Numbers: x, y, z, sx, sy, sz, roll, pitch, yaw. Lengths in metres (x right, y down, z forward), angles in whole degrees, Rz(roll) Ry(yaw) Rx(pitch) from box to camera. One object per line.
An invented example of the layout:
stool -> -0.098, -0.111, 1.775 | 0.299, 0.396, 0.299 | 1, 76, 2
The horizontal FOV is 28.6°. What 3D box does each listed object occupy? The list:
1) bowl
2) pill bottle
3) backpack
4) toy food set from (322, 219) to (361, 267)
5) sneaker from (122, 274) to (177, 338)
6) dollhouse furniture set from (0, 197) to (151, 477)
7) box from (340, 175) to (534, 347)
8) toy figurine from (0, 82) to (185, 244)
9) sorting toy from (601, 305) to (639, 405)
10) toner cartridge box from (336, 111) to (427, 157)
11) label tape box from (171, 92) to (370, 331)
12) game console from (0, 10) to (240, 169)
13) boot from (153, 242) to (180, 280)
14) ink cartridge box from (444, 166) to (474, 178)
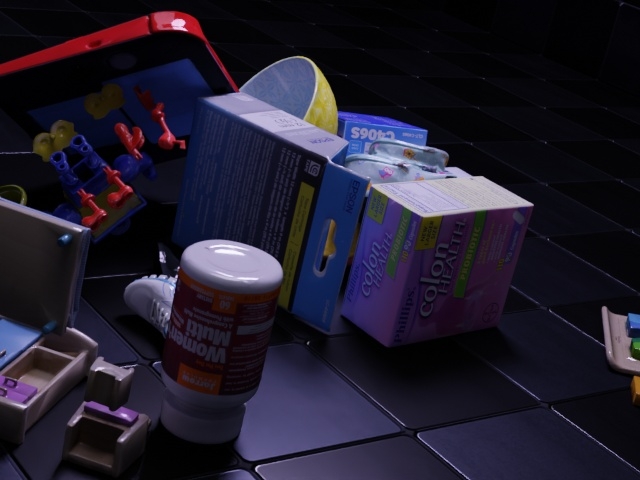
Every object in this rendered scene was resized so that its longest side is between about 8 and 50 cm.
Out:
bowl -> -0.063, -0.170, 2.263 | 0.156, 0.289, 0.289 | 39, 6, -32
pill bottle -> -0.122, 0.121, 1.481 | 0.121, 0.221, 0.121 | 11, 21, -4
backpack -> 0.116, -0.086, 2.033 | 0.188, 0.144, 0.166 | 6, -10, -6
toy food set -> 0.000, 0.000, 2.080 | 0.218, 0.071, 0.128 | 7, 46, -17
sneaker -> -0.195, 0.106, 1.694 | 0.190, 0.071, 0.083 | 21, 29, 22
dollhouse furniture set -> -0.298, 0.056, 1.435 | 0.286, 0.303, 0.198 | 16, 22, 10
box -> 0.176, 0.027, 1.893 | 0.243, 0.213, 0.117 | -6, 28, -39
toy figurine -> -0.346, -0.039, 1.901 | 0.362, 0.217, 0.191 | -41, 60, -10
sorting toy -> 0.553, 0.186, 1.944 | 0.229, 0.041, 0.307 | 14, 21, 5
toner cartridge box -> 0.089, -0.209, 2.521 | 0.165, 0.075, 0.348 | 5, 9, -11
label tape box -> -0.058, -0.050, 1.909 | 0.347, 0.249, 0.115 | 27, 25, 33
game console -> -0.305, -0.214, 1.996 | 0.342, 0.060, 0.386 | -18, -24, 7
boot -> -0.193, 0.046, 1.873 | 0.099, 0.045, 0.121 | 2, 30, -19
ink cartridge box -> 0.109, -0.124, 2.411 | 0.308, 0.091, 0.385 | -3, 27, -35
